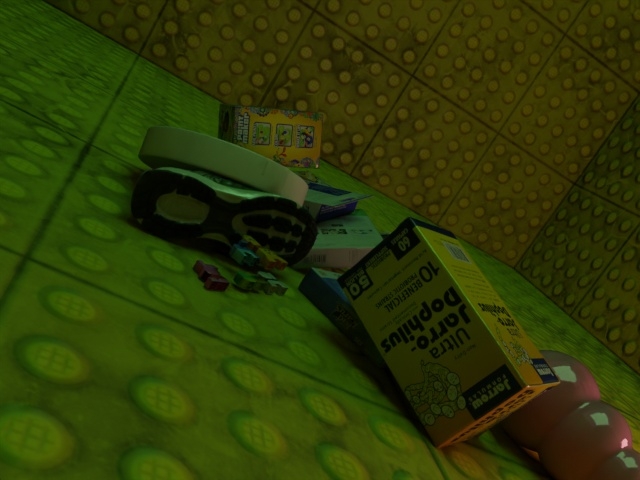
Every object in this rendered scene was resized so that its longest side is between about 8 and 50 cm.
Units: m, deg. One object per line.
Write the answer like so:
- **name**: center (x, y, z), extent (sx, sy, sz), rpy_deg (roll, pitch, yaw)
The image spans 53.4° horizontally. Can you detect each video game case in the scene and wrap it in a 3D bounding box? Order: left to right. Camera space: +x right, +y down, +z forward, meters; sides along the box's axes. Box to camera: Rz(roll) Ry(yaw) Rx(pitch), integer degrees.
- **video game case**: center (0.118, 0.170, 1.379), extent (0.244, 0.061, 0.269), rpy_deg (14, 22, -51)

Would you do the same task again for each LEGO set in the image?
- **LEGO set**: center (-0.142, 0.038, 1.200), extent (0.093, 0.087, 0.227), rpy_deg (40, 14, 30)

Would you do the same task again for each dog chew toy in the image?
- **dog chew toy**: center (0.488, 0.370, 1.214), extent (0.207, 0.206, 0.331), rpy_deg (19, 26, -47)

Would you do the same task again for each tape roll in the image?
- **tape roll**: center (-0.217, -0.151, 1.453), extent (0.392, 0.071, 0.392), rpy_deg (19, -6, 2)

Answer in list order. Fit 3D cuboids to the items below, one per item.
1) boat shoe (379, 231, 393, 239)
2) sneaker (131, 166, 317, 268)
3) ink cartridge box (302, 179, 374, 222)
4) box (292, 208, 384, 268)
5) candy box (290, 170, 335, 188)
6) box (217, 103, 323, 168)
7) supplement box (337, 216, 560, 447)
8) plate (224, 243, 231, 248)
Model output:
- **boat shoe**: center (0.162, 0.022, 1.835), extent (0.233, 0.084, 0.079), rpy_deg (3, 57, -2)
- **sneaker**: center (-0.190, -0.071, 1.302), extent (0.411, 0.158, 0.182), rpy_deg (20, 16, -31)
- **ink cartridge box**: center (-0.035, -0.110, 1.724), extent (0.333, 0.065, 0.165), rpy_deg (17, 23, 40)
- **box**: center (0.028, -0.012, 1.629), extent (0.233, 0.058, 0.322), rpy_deg (0, 21, -7)
- **candy box**: center (-0.029, -0.163, 2.231), extent (0.183, 0.087, 0.316), rpy_deg (34, 12, 9)
- **box**: center (-0.171, -0.338, 2.051), extent (0.279, 0.176, 0.290), rpy_deg (1, 13, -19)
- **supplement box**: center (0.226, 0.161, 1.160), extent (0.195, 0.194, 0.356), rpy_deg (13, 39, -54)
- **plate**: center (-0.172, 0.000, 1.412), extent (0.188, 0.024, 0.188), rpy_deg (29, 14, -8)
